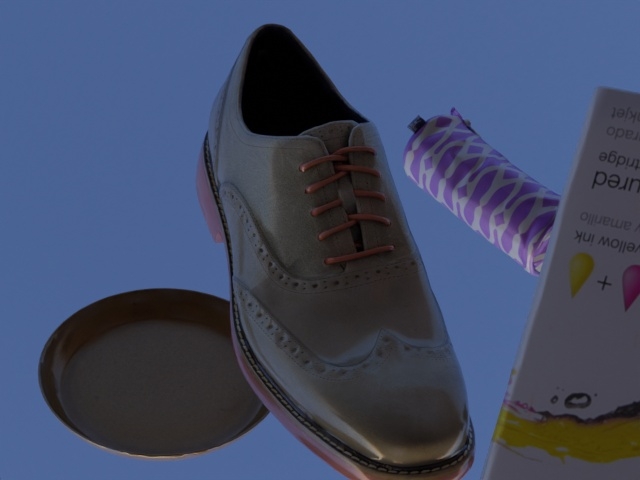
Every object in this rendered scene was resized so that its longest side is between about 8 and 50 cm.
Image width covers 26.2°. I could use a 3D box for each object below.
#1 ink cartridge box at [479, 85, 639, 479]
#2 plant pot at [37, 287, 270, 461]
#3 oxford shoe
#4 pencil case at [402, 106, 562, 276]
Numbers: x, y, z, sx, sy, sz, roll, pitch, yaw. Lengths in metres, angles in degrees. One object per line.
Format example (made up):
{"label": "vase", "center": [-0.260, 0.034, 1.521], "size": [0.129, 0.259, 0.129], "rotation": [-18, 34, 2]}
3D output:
{"label": "ink cartridge box", "center": [0.174, 0.084, 0.551], "size": [0.171, 0.168, 0.233], "rotation": [15, -95, 27]}
{"label": "plant pot", "center": [-0.152, 0.132, 1.329], "size": [0.236, 0.236, 0.032], "rotation": [-7, -52, -15]}
{"label": "oxford shoe", "center": [0.000, 0.000, 0.970], "size": [0.140, 0.397, 0.146], "rotation": [-11, -44, -22]}
{"label": "pencil case", "center": [0.174, -0.050, 1.379], "size": [0.088, 0.086, 0.206], "rotation": [-43, -122, -8]}
